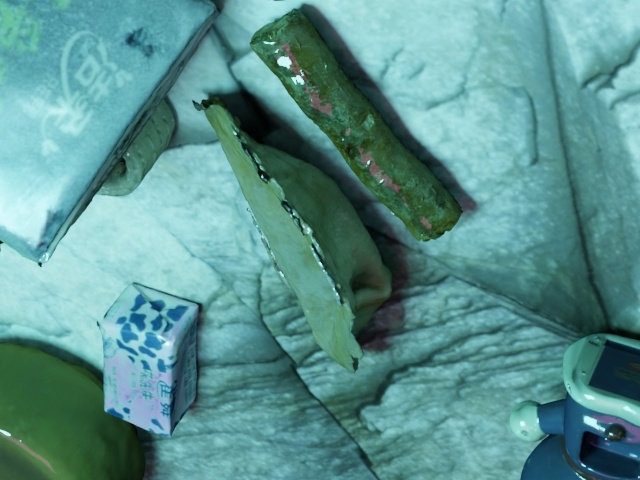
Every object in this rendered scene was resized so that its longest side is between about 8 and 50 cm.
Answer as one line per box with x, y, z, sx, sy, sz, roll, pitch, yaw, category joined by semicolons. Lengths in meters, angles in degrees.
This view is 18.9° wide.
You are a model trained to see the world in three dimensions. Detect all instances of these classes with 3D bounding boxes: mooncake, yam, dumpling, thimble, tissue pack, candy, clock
-0.343;0.246;2.209;0.284;0.155;0.284;15;137;15;mooncake
0.034;-0.102;1.763;0.061;0.061;0.253;-24;116;41;yam
0.001;-0.003;1.849;0.166;0.086;0.332;25;149;57;dumpling
-0.208;-0.107;1.866;0.115;0.090;0.102;34;140;-5;thimble
-0.328;-0.203;1.721;0.394;0.124;0.288;35;97;-3;tissue pack
-0.186;0.128;2.077;0.092;0.073;0.160;19;135;14;candy
0.275;0.210;1.858;0.199;0.146;0.243;15;127;9;clock

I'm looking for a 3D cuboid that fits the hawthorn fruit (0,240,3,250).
-0.377;-0.096;1.885;0.208;0.208;0.248;-9;111;34;hawthorn fruit
